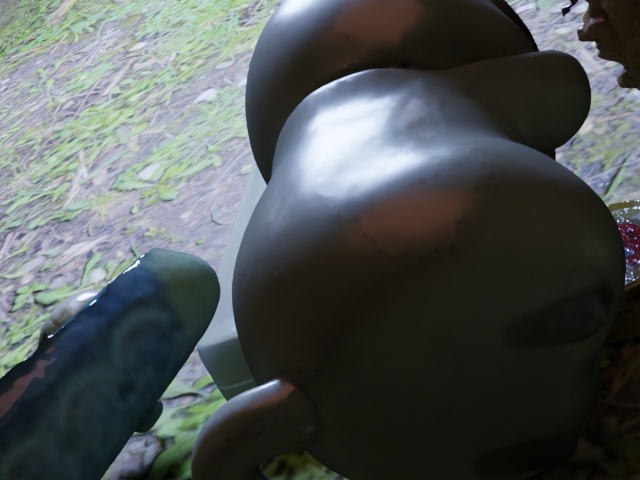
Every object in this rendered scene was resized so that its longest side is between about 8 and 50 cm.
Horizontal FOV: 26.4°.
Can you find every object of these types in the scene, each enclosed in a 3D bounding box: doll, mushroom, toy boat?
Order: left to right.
[{"bbox_3d":[-0.174,0.157,0.861,0.330,0.123,0.215,-47,1,-29],"label":"toy boat"},{"bbox_3d":[-0.184,0.078,1.090,0.083,0.067,0.083,-40,-9,-7],"label":"mushroom"},{"bbox_3d":[0.056,-0.018,0.784,0.226,0.215,0.370,-4,45,12],"label":"doll"}]

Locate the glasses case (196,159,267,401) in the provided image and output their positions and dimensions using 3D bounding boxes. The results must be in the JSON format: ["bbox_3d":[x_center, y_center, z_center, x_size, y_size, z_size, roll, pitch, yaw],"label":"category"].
[{"bbox_3d":[0.000,0.000,1.033,0.131,0.070,0.313,-20,28,19],"label":"glasses case"}]

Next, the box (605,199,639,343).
[{"bbox_3d":[0.184,0.019,0.848,0.105,0.037,0.105,-24,26,13],"label":"box"}]

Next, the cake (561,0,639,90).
[{"bbox_3d":[0.335,-0.262,0.953,0.282,0.256,0.290,7,47,49],"label":"cake"}]
